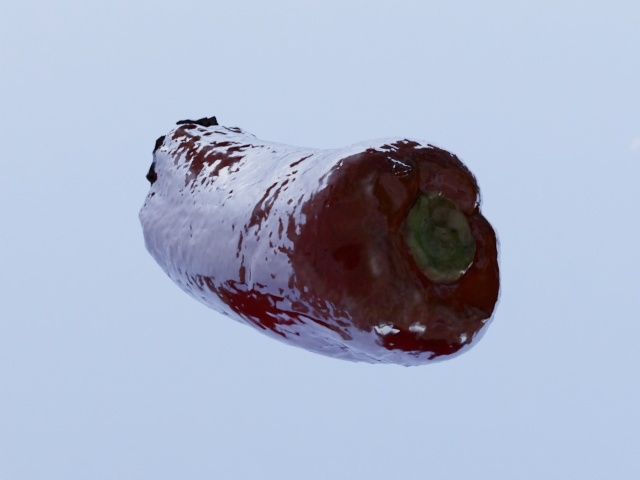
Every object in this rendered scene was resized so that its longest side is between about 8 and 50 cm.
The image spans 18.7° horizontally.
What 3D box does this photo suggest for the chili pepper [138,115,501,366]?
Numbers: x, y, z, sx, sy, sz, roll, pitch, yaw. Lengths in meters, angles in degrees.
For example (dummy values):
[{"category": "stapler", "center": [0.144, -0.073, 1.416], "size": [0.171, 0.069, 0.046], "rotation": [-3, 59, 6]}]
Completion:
[{"category": "chili pepper", "center": [0.000, 0.000, 0.570], "size": [0.070, 0.123, 0.073], "rotation": [-31, -69, -25]}]
